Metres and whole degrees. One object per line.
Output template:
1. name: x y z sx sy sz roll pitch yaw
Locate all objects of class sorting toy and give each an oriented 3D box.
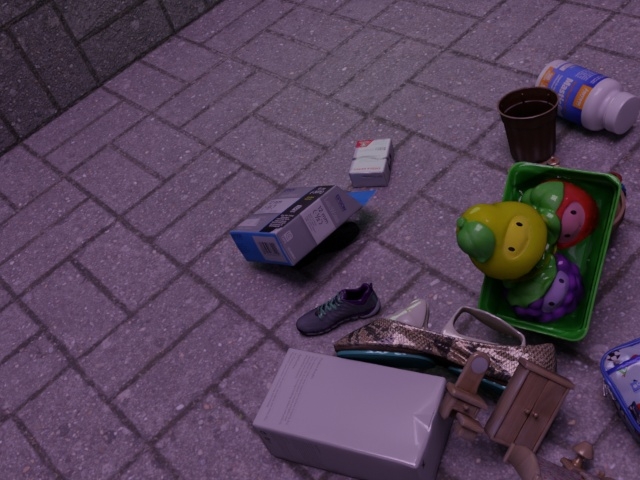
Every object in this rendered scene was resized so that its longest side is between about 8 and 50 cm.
1. sorting toy: 0.763 -0.129 1.929 0.061 0.042 0.102 1 59 42

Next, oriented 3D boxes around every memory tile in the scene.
1. memory tile: 0.601 -0.183 2.056 0.148 0.012 0.113 -14 44 8

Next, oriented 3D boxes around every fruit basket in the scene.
1. fruit basket: 0.465 0.012 1.603 0.283 0.392 0.392 13 54 30

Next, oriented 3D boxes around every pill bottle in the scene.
1. pill bottle: 0.757 -0.403 2.107 0.152 0.152 0.272 -37 46 -15

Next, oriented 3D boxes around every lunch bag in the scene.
1. lunch bag: 0.719 0.275 1.475 0.303 0.115 0.243 -25 44 10

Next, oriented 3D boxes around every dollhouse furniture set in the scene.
1. dollhouse furniture set: 0.415 0.356 1.338 0.174 0.303 0.355 -64 9 7

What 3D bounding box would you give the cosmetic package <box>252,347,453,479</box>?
1. cosmetic package: 0.076 0.387 1.609 0.385 0.156 0.217 9 52 27

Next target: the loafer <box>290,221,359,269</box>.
1. loafer: 0.000 0.000 2.063 0.223 0.076 0.078 -27 52 0

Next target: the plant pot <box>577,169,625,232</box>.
1. plant pot: 0.633 -0.058 1.855 0.237 0.110 0.237 -10 46 10

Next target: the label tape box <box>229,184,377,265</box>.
1. label tape box: -0.046 -0.077 2.049 0.347 0.115 0.249 -42 24 -27

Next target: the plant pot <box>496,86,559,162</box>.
1. plant pot: 0.586 -0.316 2.071 0.167 0.165 0.167 -12 37 9

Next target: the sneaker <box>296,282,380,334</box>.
1. sneaker: 0.036 0.163 1.877 0.223 0.098 0.083 -20 44 1

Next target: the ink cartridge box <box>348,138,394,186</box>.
1. ink cartridge box: 0.156 -0.233 2.237 0.109 0.063 0.150 -1 48 20

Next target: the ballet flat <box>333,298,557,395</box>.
1. ballet flat: 0.279 0.227 1.640 0.482 0.164 0.182 11 72 16
